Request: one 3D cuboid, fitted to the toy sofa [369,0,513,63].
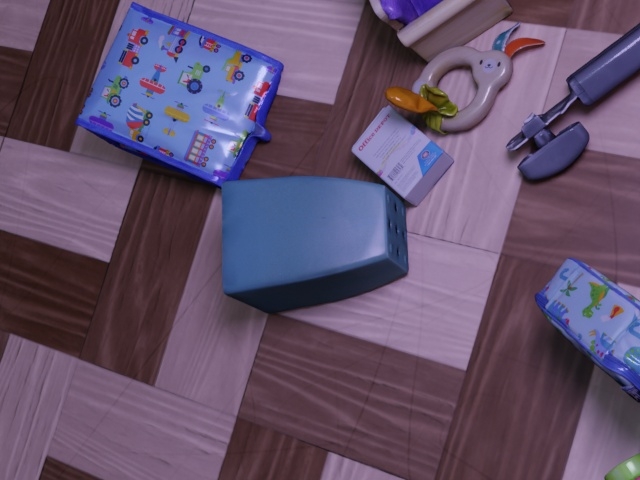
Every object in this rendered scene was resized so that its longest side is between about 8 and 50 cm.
[{"bbox_3d":[0.123,-0.456,1.617,0.150,0.177,0.363,-31,63,19],"label":"toy sofa"}]

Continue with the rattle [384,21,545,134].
[{"bbox_3d":[0.199,-0.249,1.547,0.199,0.142,0.130,-33,45,25],"label":"rattle"}]

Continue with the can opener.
[{"bbox_3d":[0.374,-0.191,1.485,0.283,0.076,0.095,-37,95,16],"label":"can opener"}]

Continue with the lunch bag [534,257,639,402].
[{"bbox_3d":[0.367,0.124,1.309,0.090,0.176,0.219,-51,33,6],"label":"lunch bag"}]

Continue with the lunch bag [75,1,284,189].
[{"bbox_3d":[-0.206,-0.222,1.779,0.293,0.138,0.221,23,86,22],"label":"lunch bag"}]

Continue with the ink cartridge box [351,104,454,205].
[{"bbox_3d":[0.118,-0.124,1.606,0.088,0.052,0.122,-50,61,8],"label":"ink cartridge box"}]

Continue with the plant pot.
[{"bbox_3d":[0.000,0.000,1.583,0.234,0.165,0.165,-7,74,19],"label":"plant pot"}]

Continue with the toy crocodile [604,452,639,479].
[{"bbox_3d":[0.439,0.278,1.293,0.340,0.105,0.115,-35,63,18],"label":"toy crocodile"}]
